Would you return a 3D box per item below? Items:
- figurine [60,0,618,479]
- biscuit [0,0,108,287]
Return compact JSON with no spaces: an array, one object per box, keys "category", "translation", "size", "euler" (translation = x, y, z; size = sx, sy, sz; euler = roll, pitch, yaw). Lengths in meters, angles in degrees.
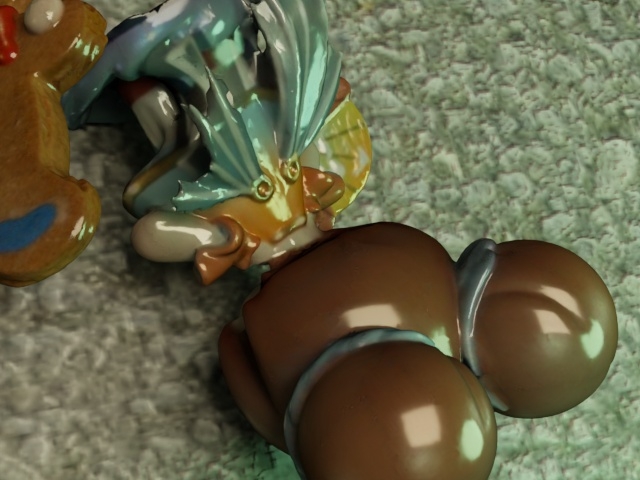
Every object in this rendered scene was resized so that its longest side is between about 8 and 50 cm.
[{"category":"figurine","translation":[0.000,0.000,0.967],"size":[0.277,0.248,0.388],"euler":[-32,91,-37]},{"category":"biscuit","translation":[-0.232,-0.087,0.895],"size":[0.049,0.205,0.324],"euler":[45,30,-43]}]
